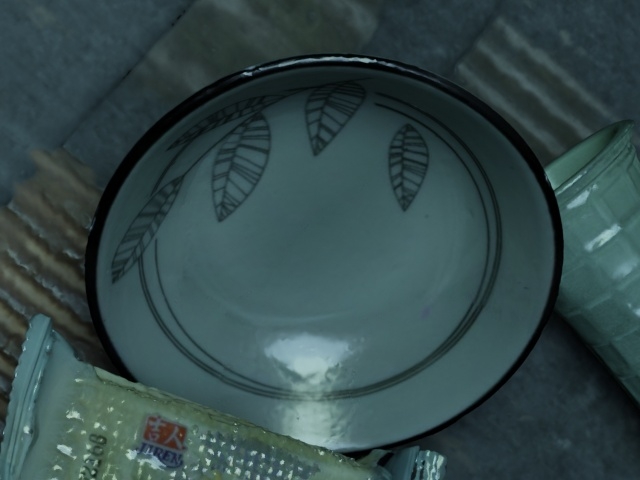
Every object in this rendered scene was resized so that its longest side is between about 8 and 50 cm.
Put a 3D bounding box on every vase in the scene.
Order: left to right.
[{"bbox_3d":[0.253,0.072,1.011,0.143,0.143,0.299,-39,95,-14],"label":"vase"}]

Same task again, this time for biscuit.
[{"bbox_3d":[-0.069,0.178,0.904,0.309,0.079,0.186,22,65,-15],"label":"biscuit"}]

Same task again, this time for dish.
[{"bbox_3d":[0.000,0.000,0.942,0.316,0.106,0.316,-2,122,-3],"label":"dish"}]
